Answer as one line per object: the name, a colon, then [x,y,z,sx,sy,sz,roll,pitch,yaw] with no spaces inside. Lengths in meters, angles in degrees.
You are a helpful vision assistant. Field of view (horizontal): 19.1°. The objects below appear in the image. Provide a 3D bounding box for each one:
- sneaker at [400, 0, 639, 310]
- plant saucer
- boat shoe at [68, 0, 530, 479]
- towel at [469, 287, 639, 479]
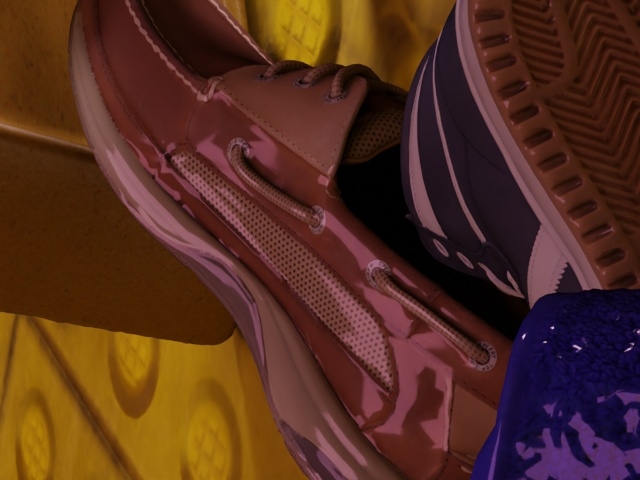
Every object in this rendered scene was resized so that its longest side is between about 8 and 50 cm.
sneaker: [0.108,0.034,0.645,0.153,0.099,0.282,147,104,-79]
plant saucer: [-0.136,-0.132,0.929,0.081,0.333,0.333,-18,72,32]
boat shoe: [0.006,-0.019,0.802,0.116,0.123,0.324,-51,60,26]
towel: [0.166,0.131,0.416,0.308,0.076,0.228,3,94,36]
